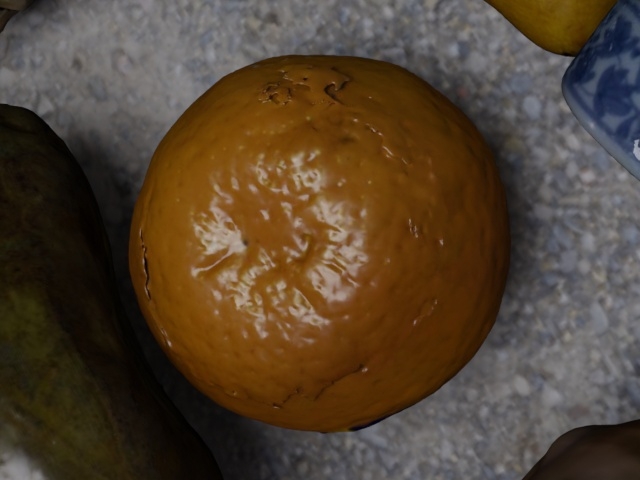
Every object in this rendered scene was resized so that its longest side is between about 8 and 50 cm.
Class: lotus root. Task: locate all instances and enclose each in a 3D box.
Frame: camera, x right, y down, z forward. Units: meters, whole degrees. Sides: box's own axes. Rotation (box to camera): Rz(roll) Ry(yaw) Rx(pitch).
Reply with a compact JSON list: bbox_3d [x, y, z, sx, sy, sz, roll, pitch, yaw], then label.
[{"bbox_3d":[-0.189,0.109,1.107,0.250,0.250,0.346,-46,56,21],"label":"lotus root"}]

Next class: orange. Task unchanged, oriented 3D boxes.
[{"bbox_3d":[0.001,0.000,1.084,0.219,0.193,0.219,8,114,20],"label":"orange"}]

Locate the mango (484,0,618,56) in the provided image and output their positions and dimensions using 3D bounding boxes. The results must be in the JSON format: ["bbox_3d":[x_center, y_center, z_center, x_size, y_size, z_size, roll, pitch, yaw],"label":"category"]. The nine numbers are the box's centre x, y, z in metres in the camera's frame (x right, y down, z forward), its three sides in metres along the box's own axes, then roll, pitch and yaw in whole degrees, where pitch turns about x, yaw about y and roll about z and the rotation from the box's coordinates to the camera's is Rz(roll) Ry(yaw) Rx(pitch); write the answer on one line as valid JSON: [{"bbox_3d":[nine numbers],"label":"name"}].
[{"bbox_3d":[0.110,-0.186,1.067,0.178,0.090,0.115,40,127,9],"label":"mango"}]

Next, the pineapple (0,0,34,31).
[{"bbox_3d":[-0.284,-0.165,1.209,0.271,0.262,0.262,-32,82,1],"label":"pineapple"}]

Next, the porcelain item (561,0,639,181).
[{"bbox_3d":[0.215,-0.083,1.002,0.147,0.147,0.114,42,109,15],"label":"porcelain item"}]

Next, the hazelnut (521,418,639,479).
[{"bbox_3d":[0.215,0.258,0.949,0.372,0.372,0.315,48,151,13],"label":"hazelnut"}]
